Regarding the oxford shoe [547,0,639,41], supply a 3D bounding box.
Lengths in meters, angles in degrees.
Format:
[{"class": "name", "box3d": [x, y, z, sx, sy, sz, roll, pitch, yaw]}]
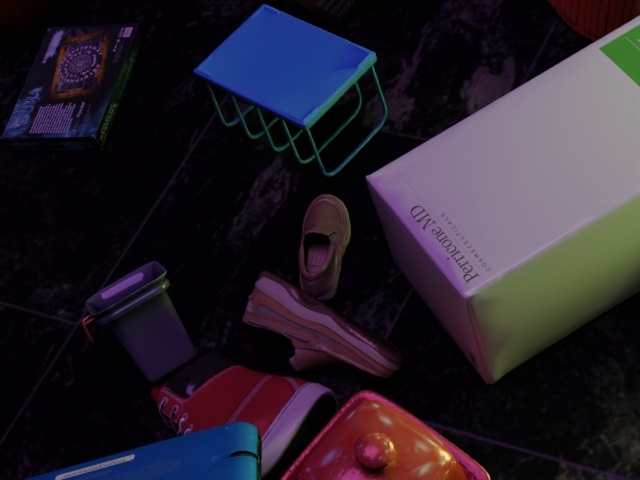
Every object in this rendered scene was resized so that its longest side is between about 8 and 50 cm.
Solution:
[{"class": "oxford shoe", "box3d": [0.296, -0.328, 1.900, 0.133, 0.130, 0.364, -31, 55, -32]}]

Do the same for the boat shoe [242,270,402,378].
[{"class": "boat shoe", "box3d": [-0.002, 0.100, 1.686, 0.190, 0.068, 0.072, 29, 90, 40]}]

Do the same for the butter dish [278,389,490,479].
[{"class": "butter dish", "box3d": [0.050, 0.207, 1.518, 0.160, 0.118, 0.160, 34, 67, 21]}]

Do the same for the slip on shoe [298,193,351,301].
[{"class": "slip on shoe", "box3d": [0.000, 0.000, 1.775, 0.051, 0.041, 0.135, -3, 51, 17]}]

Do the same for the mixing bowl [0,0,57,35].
[{"class": "mixing bowl", "box3d": [-0.394, -0.322, 2.143, 0.181, 0.098, 0.181, -10, 50, 12]}]

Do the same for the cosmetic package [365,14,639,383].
[{"class": "cosmetic package", "box3d": [0.254, -0.051, 1.657, 0.366, 0.155, 0.197, -31, 51, -10]}]

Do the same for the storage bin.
[{"class": "storage bin", "box3d": [-0.178, 0.087, 1.700, 0.098, 0.091, 0.135, -31, 9, -8]}]

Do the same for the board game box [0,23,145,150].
[{"class": "board game box", "box3d": [-0.293, -0.184, 2.040, 0.126, 0.026, 0.186, 1, 52, 20]}]

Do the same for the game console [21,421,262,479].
[{"class": "game console", "box3d": [-0.170, 0.299, 1.418, 0.293, 0.173, 0.250, -15, 15, 2]}]

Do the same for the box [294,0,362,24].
[{"class": "box", "box3d": [-0.010, -0.460, 2.054, 0.191, 0.143, 0.381, -44, 41, 26]}]

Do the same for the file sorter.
[{"class": "file sorter", "box3d": [-0.027, -0.161, 1.878, 0.170, 0.104, 0.118, 28, 65, 35]}]

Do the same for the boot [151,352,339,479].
[{"class": "boot", "box3d": [-0.117, 0.211, 1.610, 0.176, 0.088, 0.244, 16, 50, 30]}]
